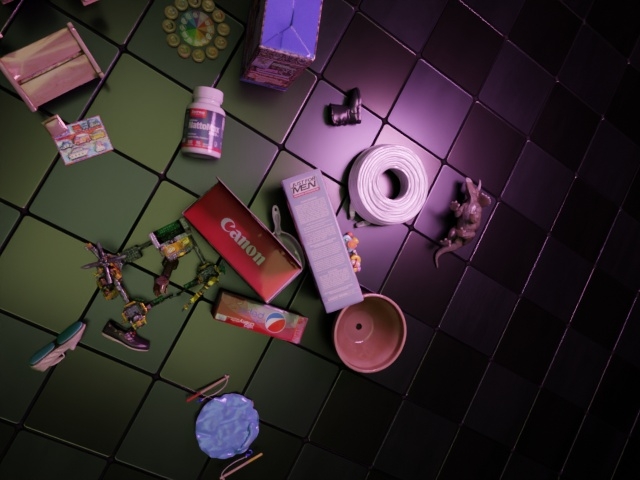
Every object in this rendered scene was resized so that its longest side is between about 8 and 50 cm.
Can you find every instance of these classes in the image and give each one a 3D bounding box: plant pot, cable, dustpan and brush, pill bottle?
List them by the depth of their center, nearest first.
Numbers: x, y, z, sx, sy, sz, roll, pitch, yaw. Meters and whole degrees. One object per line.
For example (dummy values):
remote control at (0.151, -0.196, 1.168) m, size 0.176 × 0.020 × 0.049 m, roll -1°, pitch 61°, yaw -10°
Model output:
pill bottle at (-0.318, -0.320, 1.310) m, size 0.107 × 0.108 × 0.180 m, roll 6°, pitch 90°, yaw -18°
dustpan and brush at (-0.124, 0.003, 1.407) m, size 0.147 × 0.060 × 0.212 m, roll -9°, pitch 95°, yaw -17°
plant pot at (0.135, 0.276, 1.475) m, size 0.237 × 0.109 × 0.238 m, roll 0°, pitch 91°, yaw -18°
cable at (0.211, -0.175, 1.492) m, size 0.256 × 0.089 × 0.258 m, roll -8°, pitch 94°, yaw -17°

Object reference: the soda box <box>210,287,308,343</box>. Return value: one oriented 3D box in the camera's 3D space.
soda box at (-0.177, 0.218, 1.382) m, size 0.263 × 0.092 × 0.084 m, roll 21°, pitch 85°, yaw -17°

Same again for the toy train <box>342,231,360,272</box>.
toy train at (0.069, 0.055, 1.479) m, size 0.125 × 0.046 × 0.167 m, roll -3°, pitch 93°, yaw -18°

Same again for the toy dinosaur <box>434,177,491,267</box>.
toy dinosaur at (0.474, -0.045, 1.563) m, size 0.160 × 0.120 × 0.314 m, roll -1°, pitch 108°, yaw -50°

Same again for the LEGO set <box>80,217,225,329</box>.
LEGO set at (-0.421, 0.080, 1.247) m, size 0.330 × 0.192 × 0.255 m, roll -20°, pitch 98°, yaw -16°

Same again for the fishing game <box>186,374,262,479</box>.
fishing game at (-0.271, 0.536, 1.395) m, size 0.189 × 0.041 × 0.264 m, roll -28°, pitch 95°, yaw -23°

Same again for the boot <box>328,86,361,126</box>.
boot at (0.074, -0.409, 1.466) m, size 0.099 × 0.045 × 0.121 m, roll -4°, pitch 94°, yaw -14°

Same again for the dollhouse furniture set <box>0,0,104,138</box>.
dollhouse furniture set at (-0.654, -0.499, 1.219) m, size 0.303 × 0.173 × 0.356 m, roll -32°, pitch 123°, yaw -13°

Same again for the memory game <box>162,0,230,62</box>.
memory game at (-0.346, -0.593, 1.340) m, size 0.186 × 0.012 × 0.187 m, roll -1°, pitch 92°, yaw -17°

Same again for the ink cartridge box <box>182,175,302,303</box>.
ink cartridge box at (-0.198, 0.011, 1.238) m, size 0.130 × 0.272 × 0.309 m, roll -44°, pitch 88°, yaw -10°

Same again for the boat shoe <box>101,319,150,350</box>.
boat shoe at (-0.522, 0.260, 1.297) m, size 0.132 × 0.049 × 0.042 m, roll 29°, pitch 91°, yaw -12°

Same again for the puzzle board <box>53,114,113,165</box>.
puzzle board at (-0.629, -0.265, 1.263) m, size 0.128 × 0.011 × 0.097 m, roll -23°, pitch 99°, yaw -15°

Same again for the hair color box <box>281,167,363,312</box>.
hair color box at (0.000, 0.000, 1.358) m, size 0.113 × 0.185 × 0.375 m, roll -18°, pitch 92°, yaw -4°

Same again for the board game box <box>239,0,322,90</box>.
board game box at (-0.109, -0.560, 1.270) m, size 0.140 × 0.291 × 0.232 m, roll 8°, pitch 90°, yaw -19°

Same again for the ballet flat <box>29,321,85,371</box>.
ballet flat at (-0.678, 0.278, 1.255) m, size 0.168 × 0.057 × 0.052 m, roll -38°, pitch 130°, yaw -9°
